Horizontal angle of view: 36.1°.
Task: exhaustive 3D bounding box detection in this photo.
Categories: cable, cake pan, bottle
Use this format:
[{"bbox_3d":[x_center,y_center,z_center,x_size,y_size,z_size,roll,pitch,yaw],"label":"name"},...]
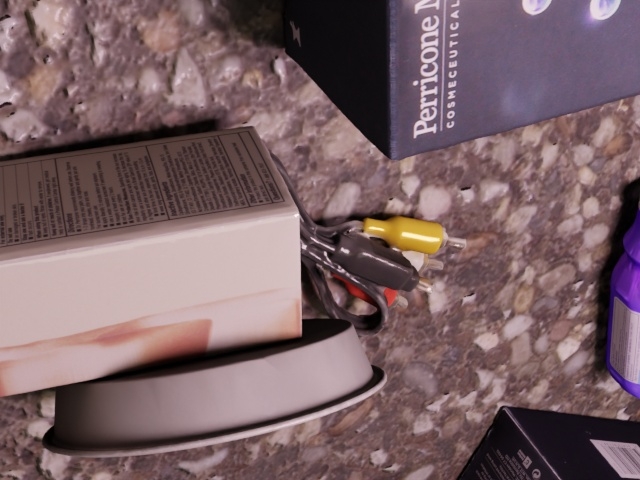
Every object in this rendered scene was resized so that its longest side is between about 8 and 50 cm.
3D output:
[{"bbox_3d":[0.000,0.000,0.940,0.287,0.072,0.139,27,117,-25],"label":"cable"},{"bbox_3d":[-0.091,0.116,0.835,0.293,0.293,0.054,-10,92,-21],"label":"cake pan"},{"bbox_3d":[0.399,0.057,1.146,0.118,0.092,0.283,-19,129,-13],"label":"bottle"}]

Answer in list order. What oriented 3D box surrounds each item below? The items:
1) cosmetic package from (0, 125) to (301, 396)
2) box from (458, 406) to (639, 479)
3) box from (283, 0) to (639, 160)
[{"bbox_3d":[-0.174,0.016,0.760,0.296,0.153,0.129,-9,125,-13],"label":"cosmetic package"},{"bbox_3d":[0.332,0.408,1.300,0.343,0.179,0.313,12,117,-33],"label":"box"},{"bbox_3d":[0.180,-0.274,0.723,0.395,0.212,0.294,-16,129,-16],"label":"box"}]
